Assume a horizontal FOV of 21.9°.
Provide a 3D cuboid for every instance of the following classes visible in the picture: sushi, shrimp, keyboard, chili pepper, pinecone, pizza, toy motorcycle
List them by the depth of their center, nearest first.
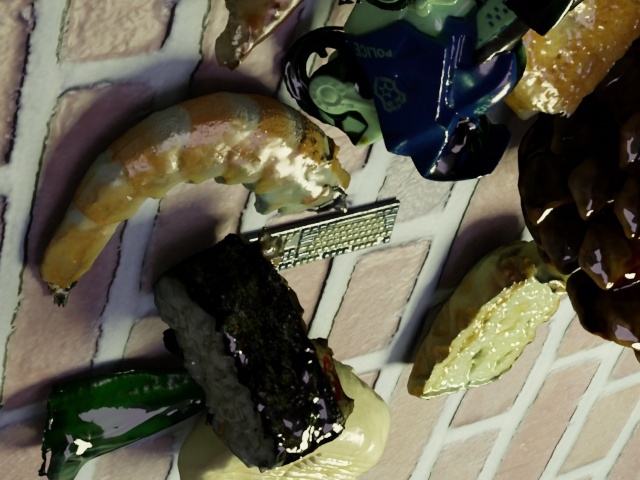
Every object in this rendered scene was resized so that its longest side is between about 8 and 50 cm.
[{"bbox_3d":[0.107,-0.161,1.300,0.331,0.196,0.125,-45,-170,47],"label":"toy motorcycle"},{"bbox_3d":[0.186,-0.251,1.362,0.268,0.087,0.258,32,97,-45],"label":"pizza"},{"bbox_3d":[-0.114,-0.043,1.395,0.287,0.068,0.185,-28,144,-9],"label":"shrimp"},{"bbox_3d":[-0.064,0.103,1.525,0.115,0.213,0.147,-32,-174,-31],"label":"sushi"},{"bbox_3d":[0.384,-0.059,1.588,0.397,0.398,0.398,-24,145,-18],"label":"pinecone"},{"bbox_3d":[-0.181,0.160,1.596,0.216,0.062,0.108,-24,145,-21],"label":"chili pepper"},{"bbox_3d":[-0.001,-0.001,1.601,0.176,0.014,0.055,-14,138,-31],"label":"keyboard"}]

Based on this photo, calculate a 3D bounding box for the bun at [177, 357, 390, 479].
[{"bbox_3d":[-0.038,0.195,1.700,0.229,0.145,0.229,-9,146,-6],"label":"bun"}]

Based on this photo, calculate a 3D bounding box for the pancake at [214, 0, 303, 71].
[{"bbox_3d":[0.009,-0.256,1.229,0.212,0.056,0.257,-33,162,-26],"label":"pancake"}]

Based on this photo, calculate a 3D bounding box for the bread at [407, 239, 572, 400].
[{"bbox_3d":[0.185,0.085,1.816,0.128,0.088,0.232,2,139,-31],"label":"bread"}]
